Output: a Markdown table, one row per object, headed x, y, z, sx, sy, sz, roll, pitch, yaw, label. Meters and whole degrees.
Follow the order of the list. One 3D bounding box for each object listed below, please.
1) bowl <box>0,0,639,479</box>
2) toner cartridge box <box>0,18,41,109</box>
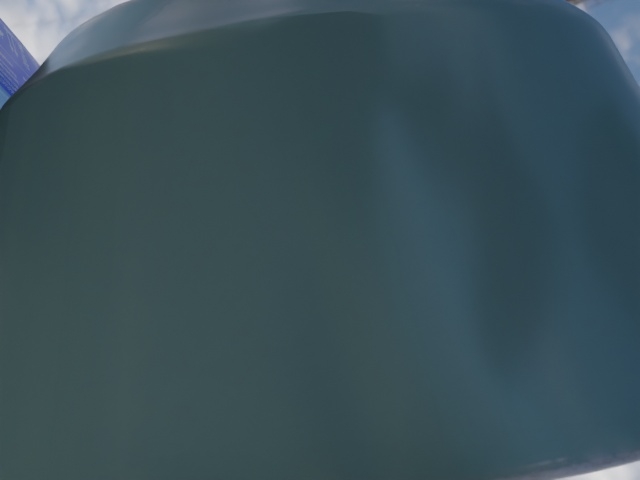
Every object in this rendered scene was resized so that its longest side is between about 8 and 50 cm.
| x | y | z | sx | sy | sz | roll | pitch | yaw | label |
| --- | --- | --- | --- | --- | --- | --- | --- | --- | --- |
| 0.000 | 0.000 | 0.476 | 0.311 | 0.311 | 0.163 | -16 | -98 | 62 | bowl |
| -0.251 | -0.090 | 0.589 | 0.348 | 0.165 | 0.075 | 59 | 7 | -68 | toner cartridge box |
